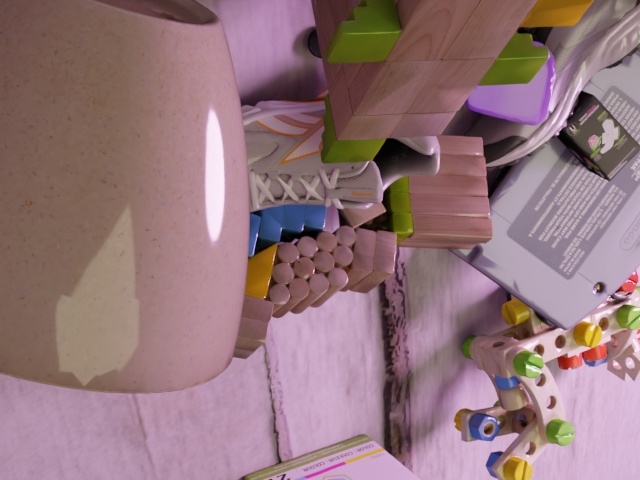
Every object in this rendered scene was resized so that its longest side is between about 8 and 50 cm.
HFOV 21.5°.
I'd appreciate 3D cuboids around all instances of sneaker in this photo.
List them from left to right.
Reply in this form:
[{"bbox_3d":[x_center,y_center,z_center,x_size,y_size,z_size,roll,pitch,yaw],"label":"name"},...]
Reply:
[{"bbox_3d":[-0.008,-0.069,1.526,0.262,0.121,0.099,-25,143,-20],"label":"sneaker"},{"bbox_3d":[0.231,-0.186,1.749,0.108,0.100,0.271,42,90,-25],"label":"sneaker"}]

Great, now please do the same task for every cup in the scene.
[{"bbox_3d":[-0.186,-0.071,1.197,0.331,0.331,0.237,2,113,-47],"label":"cup"}]

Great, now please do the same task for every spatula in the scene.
[{"bbox_3d":[0.111,-0.171,1.628,0.296,0.030,0.084,6,101,-37],"label":"spatula"}]

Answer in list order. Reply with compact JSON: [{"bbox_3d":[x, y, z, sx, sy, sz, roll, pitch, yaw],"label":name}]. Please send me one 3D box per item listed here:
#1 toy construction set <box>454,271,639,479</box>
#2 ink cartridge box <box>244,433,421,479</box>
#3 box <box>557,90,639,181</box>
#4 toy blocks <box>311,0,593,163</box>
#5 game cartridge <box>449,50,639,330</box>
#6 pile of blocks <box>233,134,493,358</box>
[{"bbox_3d":[0.298,0.138,2.008,0.327,0.151,0.215,-25,110,-43],"label":"toy construction set"},{"bbox_3d":[0.057,0.338,1.821,0.188,0.255,0.097,-14,128,-40],"label":"ink cartridge box"},{"bbox_3d":[0.287,-0.113,1.782,0.052,0.062,0.083,-45,109,0],"label":"box"},{"bbox_3d":[0.074,-0.262,1.373,0.190,0.261,0.381,-4,158,-17],"label":"toy blocks"},{"bbox_3d":[0.297,-0.060,1.857,0.198,0.062,0.297,35,91,-23],"label":"game cartridge"},{"bbox_3d":[0.000,0.000,1.643,0.362,0.149,0.112,-24,173,-22],"label":"pile of blocks"}]
